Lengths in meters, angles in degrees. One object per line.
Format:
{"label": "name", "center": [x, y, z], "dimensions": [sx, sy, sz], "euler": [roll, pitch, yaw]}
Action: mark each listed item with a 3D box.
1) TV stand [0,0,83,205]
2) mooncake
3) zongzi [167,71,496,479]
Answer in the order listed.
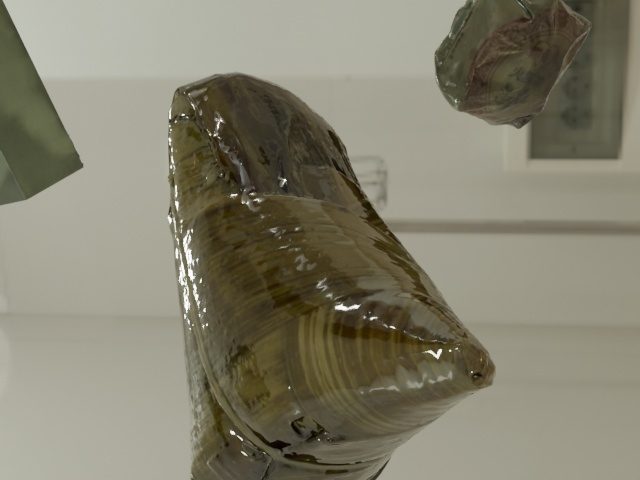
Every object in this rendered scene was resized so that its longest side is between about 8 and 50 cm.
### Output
{"label": "TV stand", "center": [-0.362, -0.175, 1.280], "dimensions": [0.088, 0.083, 0.269], "euler": [-36, -72, -39]}
{"label": "mooncake", "center": [0.172, -0.161, 1.065], "dimensions": [0.125, 0.073, 0.130], "euler": [15, -64, -46]}
{"label": "zongzi", "center": [0.000, 0.000, 0.674], "dimensions": [0.288, 0.134, 0.286], "euler": [132, 130, -61]}
